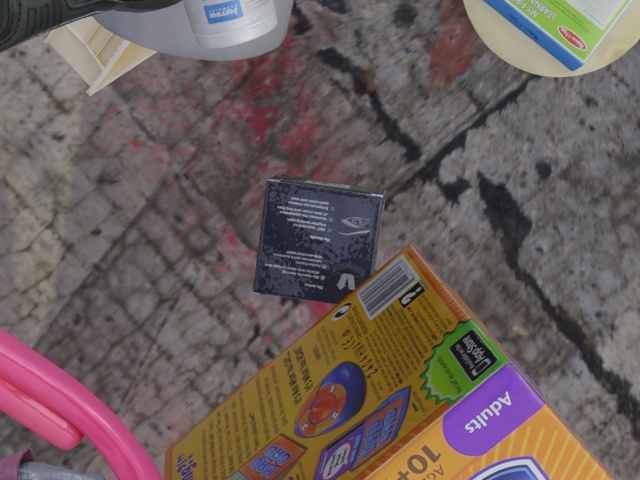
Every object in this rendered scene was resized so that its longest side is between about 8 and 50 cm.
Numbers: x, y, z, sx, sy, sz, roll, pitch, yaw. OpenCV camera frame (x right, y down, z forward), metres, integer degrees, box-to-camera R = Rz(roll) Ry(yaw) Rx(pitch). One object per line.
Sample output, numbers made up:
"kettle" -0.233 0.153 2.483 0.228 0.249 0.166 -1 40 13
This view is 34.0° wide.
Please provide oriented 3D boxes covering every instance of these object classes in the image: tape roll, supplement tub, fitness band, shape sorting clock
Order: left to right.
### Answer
"fitness band" -0.217 0.159 0.770 0.054 0.209 0.291 -42 124 8
"tape roll" -0.136 -0.272 1.105 0.219 0.219 0.072 21 124 7
"supplement tub" -0.079 -0.212 0.814 0.071 0.071 0.107 -8 118 16
"shape sorting clock" 0.240 -0.266 1.036 0.206 0.040 0.206 -1 100 -5

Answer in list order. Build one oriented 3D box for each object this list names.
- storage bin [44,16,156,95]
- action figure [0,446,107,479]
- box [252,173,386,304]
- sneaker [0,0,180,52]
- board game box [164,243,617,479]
"storage bin" -0.305 -0.418 1.806 0.123 0.262 0.260 47 131 -4
"action figure" -0.351 0.334 1.019 0.370 0.276 0.248 41 109 36
"box" 0.000 0.000 1.411 0.156 0.093 0.158 9 99 5
"sneaker" -0.088 -0.123 0.354 0.106 0.267 0.101 -17 105 30
"board game box" 0.097 0.284 1.001 0.356 0.356 0.356 -40 106 4
